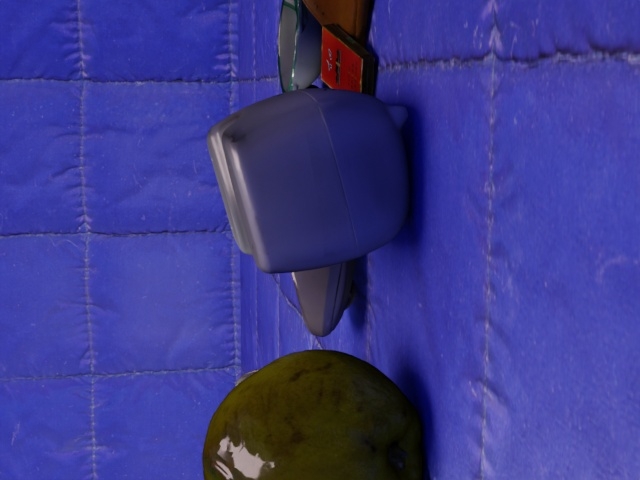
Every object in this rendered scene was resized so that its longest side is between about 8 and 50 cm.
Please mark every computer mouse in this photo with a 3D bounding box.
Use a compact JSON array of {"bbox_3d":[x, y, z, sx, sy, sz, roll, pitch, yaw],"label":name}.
[{"bbox_3d":[0.000,0.000,1.578,0.184,0.121,0.297,109,145,-87],"label":"computer mouse"}]

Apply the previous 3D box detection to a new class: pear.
[{"bbox_3d":[-0.014,0.277,1.271,0.321,0.269,0.269,-17,70,40],"label":"pear"}]

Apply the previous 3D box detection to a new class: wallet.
[{"bbox_3d":[0.025,-0.383,1.501,0.195,0.042,0.161,57,157,36],"label":"wallet"}]

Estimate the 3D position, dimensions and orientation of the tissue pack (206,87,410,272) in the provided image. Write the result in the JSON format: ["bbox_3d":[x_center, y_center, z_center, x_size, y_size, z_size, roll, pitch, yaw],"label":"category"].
[{"bbox_3d":[-0.010,-0.087,1.319,0.333,0.235,0.230,-147,42,-76],"label":"tissue pack"}]

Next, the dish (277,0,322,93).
[{"bbox_3d":[-0.022,-0.357,1.746,0.246,0.078,0.224,136,134,-76],"label":"dish"}]

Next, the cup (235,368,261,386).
[{"bbox_3d":[-0.047,0.357,1.476,0.203,0.203,0.289,108,171,-61],"label":"cup"}]

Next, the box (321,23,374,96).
[{"bbox_3d":[0.039,-0.255,1.468,0.133,0.023,0.090,51,146,46],"label":"box"}]

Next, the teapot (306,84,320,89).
[{"bbox_3d":[-0.023,-0.234,1.817,0.098,0.078,0.129,-34,33,30],"label":"teapot"}]
